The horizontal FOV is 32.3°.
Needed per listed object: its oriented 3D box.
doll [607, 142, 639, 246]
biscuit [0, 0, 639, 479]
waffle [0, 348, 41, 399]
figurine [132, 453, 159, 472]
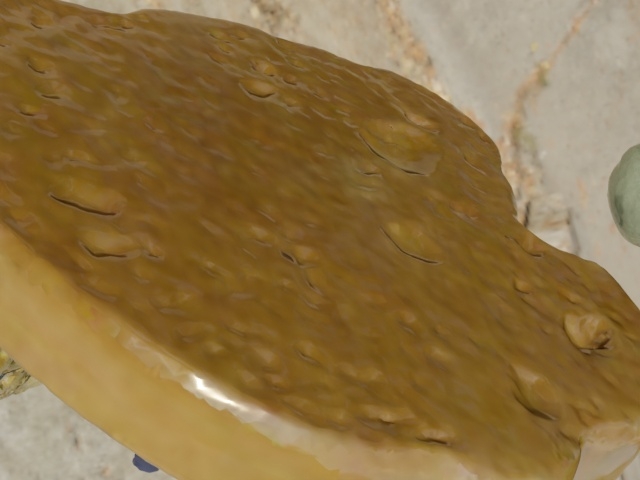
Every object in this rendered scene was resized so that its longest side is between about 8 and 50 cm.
[{"bbox_3d":[0.338,-0.038,0.716,0.228,0.258,0.154,55,28,3],"label":"doll"},{"bbox_3d":[0.000,0.000,0.479,0.312,0.057,0.351,46,31,24],"label":"biscuit"},{"bbox_3d":[-0.346,0.065,1.052,0.114,0.261,0.376,48,21,12],"label":"waffle"},{"bbox_3d":[-0.134,0.183,1.103,0.195,0.102,0.111,81,-10,-64],"label":"figurine"}]
